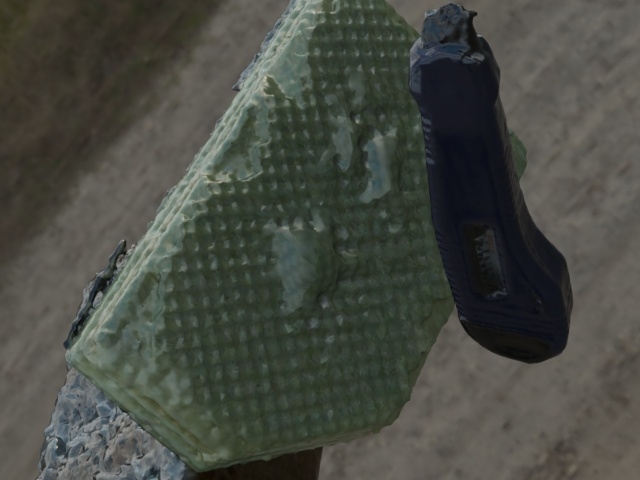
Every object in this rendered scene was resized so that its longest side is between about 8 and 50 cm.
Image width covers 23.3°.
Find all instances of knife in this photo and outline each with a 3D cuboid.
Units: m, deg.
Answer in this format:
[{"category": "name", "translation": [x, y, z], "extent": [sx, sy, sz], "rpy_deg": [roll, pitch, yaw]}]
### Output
[{"category": "knife", "translation": [0.043, -0.010, 0.396], "extent": [0.031, 0.121, 0.018], "rpy_deg": [0, 49, 18]}]

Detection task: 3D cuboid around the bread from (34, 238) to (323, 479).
[{"category": "bread", "translation": [-0.087, 0.157, 0.787], "extent": [0.165, 0.113, 0.416], "rpy_deg": [-35, 31, 35]}]

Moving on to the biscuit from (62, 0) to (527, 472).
[{"category": "biscuit", "translation": [0.000, 0.000, 0.727], "extent": [0.052, 0.150, 0.252], "rpy_deg": [-19, 33, 51]}]
